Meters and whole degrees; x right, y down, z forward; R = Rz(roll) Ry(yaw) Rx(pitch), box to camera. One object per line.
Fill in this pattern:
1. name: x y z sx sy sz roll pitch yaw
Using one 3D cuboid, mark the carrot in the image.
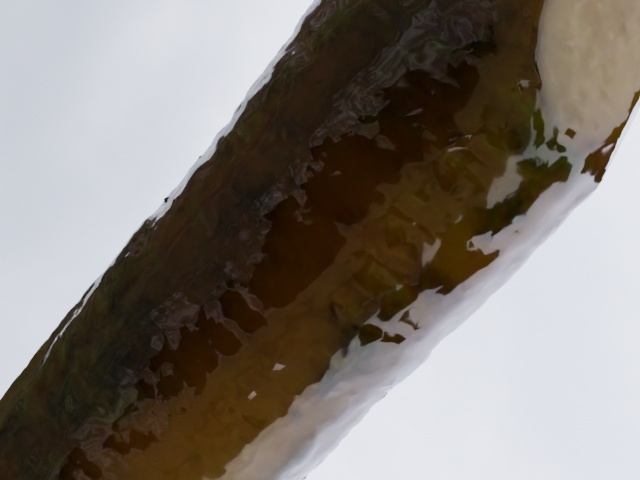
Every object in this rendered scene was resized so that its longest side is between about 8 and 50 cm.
1. carrot: 0.000 0.000 0.386 0.302 0.114 0.114 -49 -136 8
